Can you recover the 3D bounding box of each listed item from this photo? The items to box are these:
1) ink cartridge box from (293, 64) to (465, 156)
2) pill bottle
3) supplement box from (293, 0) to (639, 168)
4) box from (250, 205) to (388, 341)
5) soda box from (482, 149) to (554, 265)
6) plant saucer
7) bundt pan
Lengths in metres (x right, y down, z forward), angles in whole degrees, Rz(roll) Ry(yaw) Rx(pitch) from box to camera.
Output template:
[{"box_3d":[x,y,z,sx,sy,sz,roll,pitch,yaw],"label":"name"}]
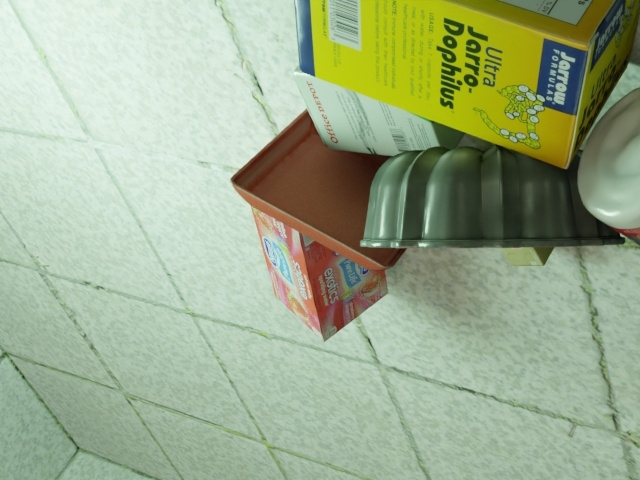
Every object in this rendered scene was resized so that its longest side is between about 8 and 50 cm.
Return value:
[{"box_3d":[0.085,-0.199,1.593,0.208,0.087,0.153,10,141,35],"label":"ink cartridge box"},{"box_3d":[0.462,-0.037,1.307,0.318,0.176,0.176,27,155,-28],"label":"pill bottle"},{"box_3d":[0.168,-0.265,1.315,0.356,0.194,0.195,23,147,20],"label":"supplement box"},{"box_3d":[0.000,0.000,1.860,0.142,0.154,0.300,41,157,35],"label":"box"},{"box_3d":[0.273,-0.045,1.648,0.061,0.058,0.181,0,135,45],"label":"soda box"},{"box_3d":[0.034,-0.070,1.652,0.259,0.258,0.047,29,131,11],"label":"plant saucer"},{"box_3d":[0.214,-0.054,1.432,0.331,0.331,0.124,0,90,45],"label":"bundt pan"}]
